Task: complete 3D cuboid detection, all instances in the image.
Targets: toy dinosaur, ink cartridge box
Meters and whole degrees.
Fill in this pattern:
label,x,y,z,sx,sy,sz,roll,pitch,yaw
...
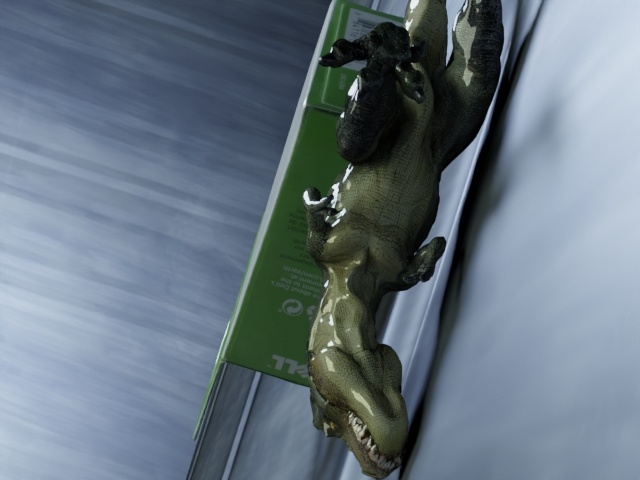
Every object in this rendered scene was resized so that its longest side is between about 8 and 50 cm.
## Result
label,x,y,z,sx,sy,sz,roll,pitch,yaw
toy dinosaur,0.037,-0.054,0.646,0.118,0.064,0.268,101,-173,-58
ink cartridge box,0.000,0.000,0.886,0.109,0.062,0.209,-77,6,-56
